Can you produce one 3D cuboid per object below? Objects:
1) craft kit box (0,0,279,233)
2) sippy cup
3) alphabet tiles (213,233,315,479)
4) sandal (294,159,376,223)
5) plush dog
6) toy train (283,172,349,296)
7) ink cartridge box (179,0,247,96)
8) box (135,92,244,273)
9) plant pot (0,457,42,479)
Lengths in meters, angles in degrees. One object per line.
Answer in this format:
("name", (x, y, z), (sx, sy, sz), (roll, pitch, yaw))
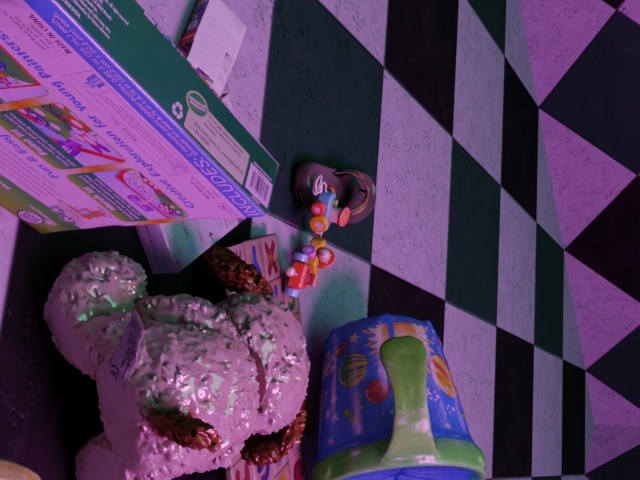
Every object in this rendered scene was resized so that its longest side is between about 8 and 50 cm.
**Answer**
("craft kit box", (-0.196, -0.091, 0.583), (0.250, 0.247, 0.061), (48, 44, -49))
("sippy cup", (0.095, 0.231, 1.109), (0.240, 0.305, 0.224), (17, 53, -35))
("alphabet tiles", (-0.063, 0.168, 0.971), (0.285, 0.011, 0.342), (-19, 103, -73))
("sandal", (0.037, -0.076, 1.190), (0.219, 0.060, 0.090), (16, 73, -59))
("plush dog", (-0.100, 0.124, 0.749), (0.225, 0.210, 0.262), (-18, 102, -47))
("toy train", (0.000, 0.000, 1.069), (0.125, 0.046, 0.166), (46, 59, -78))
("ink cartridge box", (-0.129, -0.224, 0.928), (0.063, 0.029, 0.115), (40, 53, -38))
("box", (-0.142, -0.067, 0.890), (0.186, 0.038, 0.145), (-47, 127, -54))
("plant pot", (-0.272, 0.194, 0.413), (0.276, 0.254, 0.276), (7, 82, -61))
